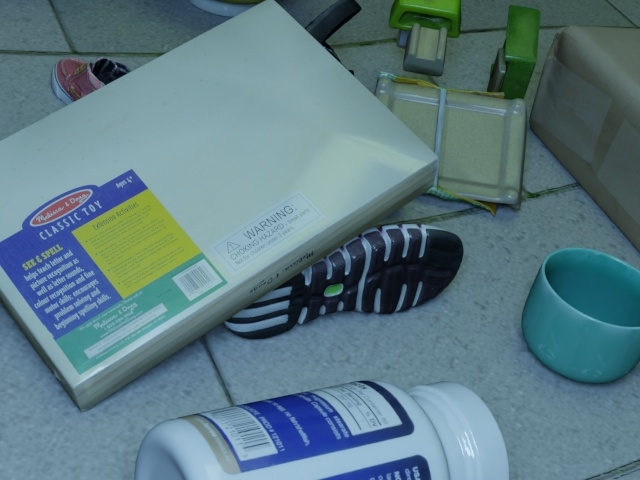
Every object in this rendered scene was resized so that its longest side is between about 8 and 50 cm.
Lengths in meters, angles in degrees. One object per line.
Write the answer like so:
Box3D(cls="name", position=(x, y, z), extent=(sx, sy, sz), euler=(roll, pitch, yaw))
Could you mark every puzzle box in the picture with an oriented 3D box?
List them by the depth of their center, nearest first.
Box3D(cls="puzzle box", position=(-0.129, -0.053, 1.140), extent=(0.409, 0.052, 0.272), euler=(-32, 63, -20))

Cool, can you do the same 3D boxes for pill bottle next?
Box3D(cls="pill bottle", position=(0.005, 0.191, 0.924), extent=(0.265, 0.153, 0.153), euler=(-7, 41, -30))

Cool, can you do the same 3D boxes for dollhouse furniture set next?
Box3D(cls="dollhouse furniture set", position=(0.163, -0.153, 1.544), extent=(0.198, 0.151, 0.301), euler=(9, 64, 1))

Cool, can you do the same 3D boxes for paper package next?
Box3D(cls="paper package", position=(0.488, -0.132, 1.559), extent=(0.310, 0.168, 0.325), euler=(-2, 38, -24))

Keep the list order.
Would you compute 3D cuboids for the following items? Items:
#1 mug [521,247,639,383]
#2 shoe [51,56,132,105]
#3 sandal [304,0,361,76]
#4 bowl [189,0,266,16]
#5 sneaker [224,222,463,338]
Box3D(cls="mug", position=(0.284, 0.090, 1.226), extent=(0.158, 0.097, 0.129), euler=(31, 37, 19))
Box3D(cls="shoe", position=(-0.261, -0.185, 1.402), extent=(0.064, 0.081, 0.178), euler=(-9, 42, -32))
Box3D(cls="sandal", position=(-0.048, -0.139, 1.393), extent=(0.107, 0.167, 0.445), euler=(44, 43, -10))
Box3D(cls="bowl", position=(-0.125, -0.413, 1.709), extent=(0.290, 0.156, 0.289), euler=(11, 35, -7))
Box3D(cls="sneaker", position=(0.000, 0.000, 1.234), extent=(0.281, 0.106, 0.162), euler=(-8, 39, -30))
